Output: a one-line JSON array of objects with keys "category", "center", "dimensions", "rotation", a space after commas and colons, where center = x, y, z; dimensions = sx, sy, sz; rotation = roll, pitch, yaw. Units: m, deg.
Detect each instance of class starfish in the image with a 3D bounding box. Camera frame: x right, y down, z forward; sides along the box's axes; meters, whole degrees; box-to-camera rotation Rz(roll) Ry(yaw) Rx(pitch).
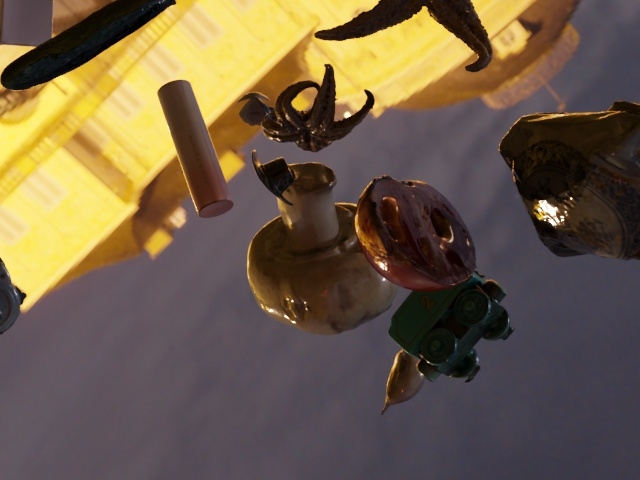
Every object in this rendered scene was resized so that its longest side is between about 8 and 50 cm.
[{"category": "starfish", "center": [0.160, -0.401, 1.618], "dimensions": [0.375, 0.327, 0.094], "rotation": [-41, -162, 26]}, {"category": "starfish", "center": [0.001, -0.189, 1.548], "dimensions": [0.190, 0.146, 0.074], "rotation": [134, -38, -61]}]

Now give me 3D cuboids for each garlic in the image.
[{"category": "garlic", "center": [0.175, 0.285, 2.153], "dimensions": [0.084, 0.066, 0.152], "rotation": [122, -12, -54]}]

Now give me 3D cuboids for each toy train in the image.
[{"category": "toy train", "center": [0.222, 0.136, 1.811], "dimensions": [0.203, 0.112, 0.163], "rotation": [-50, -129, 4]}]

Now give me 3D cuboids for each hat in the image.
[{"category": "hat", "center": [-0.072, -0.109, 1.740], "dimensions": [0.050, 0.121, 0.121], "rotation": [-34, -157, 2]}]

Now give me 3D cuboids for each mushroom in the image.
[{"category": "mushroom", "center": [0.000, 0.000, 1.984], "dimensions": [0.315, 0.336, 0.314], "rotation": [-5, -143, 4]}]

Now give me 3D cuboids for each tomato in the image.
[{"category": "tomato", "center": [0.132, 0.009, 1.624], "dimensions": [0.112, 0.228, 0.199], "rotation": [-42, -124, 34]}]

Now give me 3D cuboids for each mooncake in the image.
[{"category": "mooncake", "center": [0.406, -0.076, 1.561], "dimensions": [0.136, 0.254, 0.250], "rotation": [-45, -155, -23]}]

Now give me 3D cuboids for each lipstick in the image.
[{"category": "lipstick", "center": [-0.292, -0.215, 2.455], "dimensions": [0.087, 0.087, 0.326], "rotation": [-32, -111, 31]}]

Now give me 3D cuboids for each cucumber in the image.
[{"category": "cucumber", "center": [-0.306, -0.269, 1.395], "dimensions": [0.284, 0.056, 0.056], "rotation": [-38, -165, -32]}]

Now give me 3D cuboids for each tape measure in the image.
[{"category": "tape measure", "center": [-0.776, 0.175, 2.208], "dimensions": [0.330, 0.164, 0.084], "rotation": [-36, -161, -14]}]

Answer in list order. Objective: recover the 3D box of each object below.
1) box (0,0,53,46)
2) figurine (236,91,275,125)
[{"category": "box", "center": [-0.636, -0.542, 2.186], "dimensions": [0.203, 0.116, 0.274], "rotation": [21, -72, 53]}, {"category": "figurine", "center": [-0.161, -0.330, 2.645], "dimensions": [0.095, 0.082, 0.086], "rotation": [-3, -170, -6]}]
